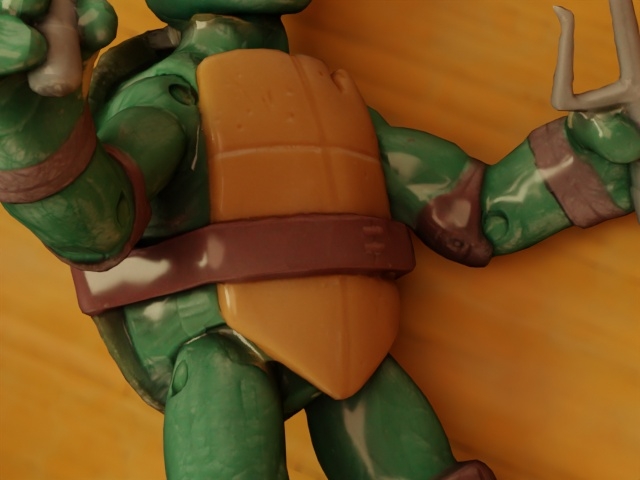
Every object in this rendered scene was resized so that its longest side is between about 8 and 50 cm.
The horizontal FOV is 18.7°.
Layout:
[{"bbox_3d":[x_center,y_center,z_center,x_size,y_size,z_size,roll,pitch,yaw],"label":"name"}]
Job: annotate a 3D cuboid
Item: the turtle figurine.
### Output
[{"bbox_3d":[0.000,0.000,0.409,0.175,0.118,0.234,-6,83,-28],"label":"turtle figurine"}]
